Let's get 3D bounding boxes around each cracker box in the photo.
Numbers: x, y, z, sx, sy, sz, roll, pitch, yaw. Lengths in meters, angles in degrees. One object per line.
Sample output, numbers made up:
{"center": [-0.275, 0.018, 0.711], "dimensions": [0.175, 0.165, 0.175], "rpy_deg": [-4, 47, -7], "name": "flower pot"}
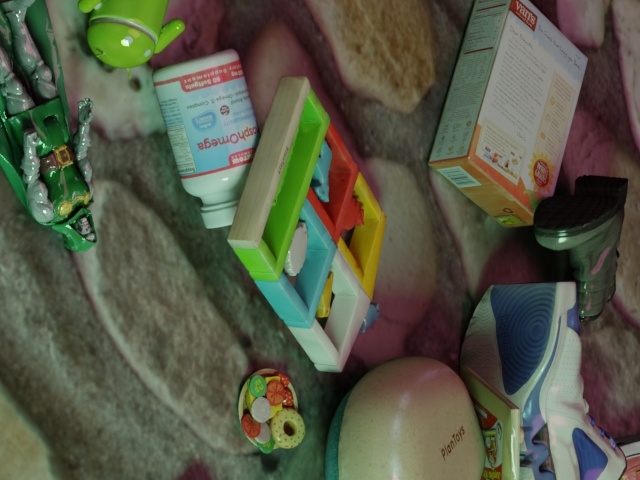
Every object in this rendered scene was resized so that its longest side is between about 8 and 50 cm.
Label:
{"center": [0.220, -0.152, 1.969], "dimensions": [0.155, 0.067, 0.232], "rpy_deg": [37, 61, -37], "name": "cracker box"}

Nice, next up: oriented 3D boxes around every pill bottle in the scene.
{"center": [-0.100, -0.097, 1.625], "dimensions": [0.087, 0.087, 0.160], "rpy_deg": [-24, 101, -44], "name": "pill bottle"}

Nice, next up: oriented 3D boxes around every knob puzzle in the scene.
{"center": [0.185, 0.248, 1.803], "dimensions": [0.030, 0.213, 0.213], "rpy_deg": [-2, 85, -14], "name": "knob puzzle"}

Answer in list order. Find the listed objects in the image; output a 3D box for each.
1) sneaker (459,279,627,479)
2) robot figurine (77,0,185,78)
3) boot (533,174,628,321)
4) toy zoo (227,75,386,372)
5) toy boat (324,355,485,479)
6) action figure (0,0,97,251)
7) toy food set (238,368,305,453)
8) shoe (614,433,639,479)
{"center": [0.258, 0.203, 1.930], "dimensions": [0.182, 0.127, 0.315], "rpy_deg": [8, 86, -48], "name": "sneaker"}
{"center": [-0.179, -0.211, 1.577], "dimensions": [0.101, 0.067, 0.115], "rpy_deg": [30, 64, -41], "name": "robot figurine"}
{"center": [0.310, 0.023, 1.967], "dimensions": [0.246, 0.083, 0.161], "rpy_deg": [-29, 121, -63], "name": "boot"}
{"center": [0.000, 0.000, 1.692], "dimensions": [0.293, 0.030, 0.192], "rpy_deg": [57, 42, -51], "name": "toy zoo"}
{"center": [0.084, 0.285, 1.721], "dimensions": [0.267, 0.148, 0.318], "rpy_deg": [-26, 101, -63], "name": "toy boat"}
{"center": [-0.247, -0.098, 1.502], "dimensions": [0.137, 0.063, 0.232], "rpy_deg": [-33, 111, -46], "name": "action figure"}
{"center": [-0.050, 0.169, 1.685], "dimensions": [0.082, 0.020, 0.083], "rpy_deg": [-2, 86, -45], "name": "toy food set"}
{"center": [0.379, 0.285, 2.073], "dimensions": [0.178, 0.063, 0.081], "rpy_deg": [-6, 90, -40], "name": "shoe"}
